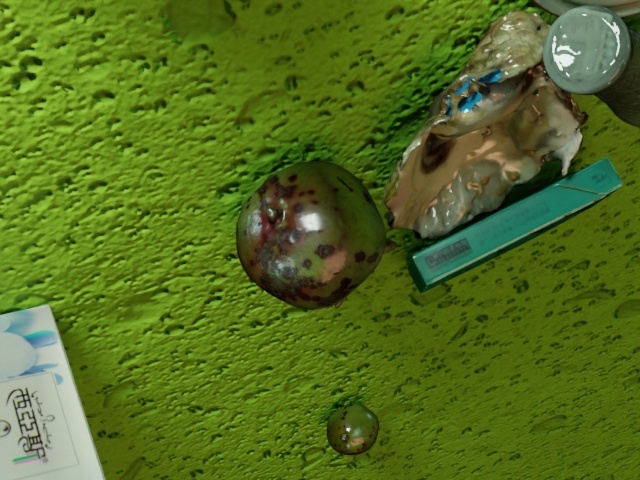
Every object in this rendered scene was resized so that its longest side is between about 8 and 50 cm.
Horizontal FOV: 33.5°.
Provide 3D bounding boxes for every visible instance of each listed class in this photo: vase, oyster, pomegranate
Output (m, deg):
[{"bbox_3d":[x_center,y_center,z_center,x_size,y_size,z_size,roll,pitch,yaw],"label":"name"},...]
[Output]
[{"bbox_3d":[0.275,-0.160,0.976,0.096,0.096,0.219,-45,158,23],"label":"vase"},{"bbox_3d":[0.148,-0.097,1.036,0.223,0.083,0.214,-30,143,3],"label":"oyster"},{"bbox_3d":[0.043,0.255,1.428,0.073,0.073,0.084,-24,160,-4],"label":"pomegranate"},{"bbox_3d":[-0.006,-0.004,1.025,0.149,0.148,0.169,-29,170,2],"label":"pomegranate"}]

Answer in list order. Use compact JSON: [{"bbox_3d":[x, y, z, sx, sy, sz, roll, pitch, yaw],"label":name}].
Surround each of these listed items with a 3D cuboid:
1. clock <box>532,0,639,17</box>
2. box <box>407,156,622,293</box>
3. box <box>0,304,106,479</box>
[{"bbox_3d":[0.292,-0.308,0.868,0.319,0.080,0.318,-17,143,-13],"label":"clock"},{"bbox_3d":[0.205,-0.012,1.161,0.226,0.042,0.161,-27,174,0],"label":"box"},{"bbox_3d":[-0.311,0.210,0.959,0.203,0.274,0.116,-11,140,-22],"label":"box"}]
